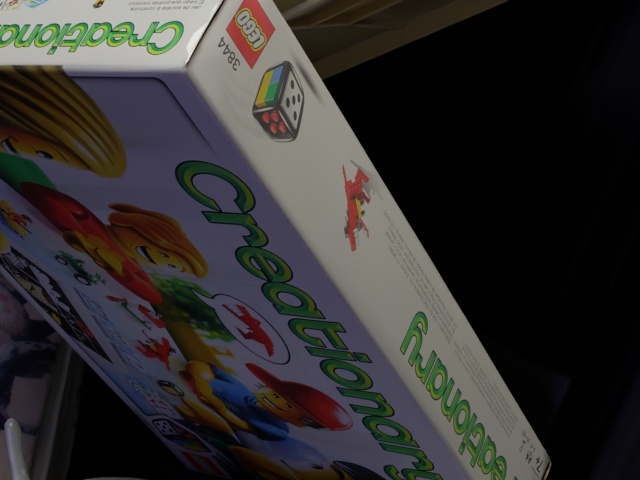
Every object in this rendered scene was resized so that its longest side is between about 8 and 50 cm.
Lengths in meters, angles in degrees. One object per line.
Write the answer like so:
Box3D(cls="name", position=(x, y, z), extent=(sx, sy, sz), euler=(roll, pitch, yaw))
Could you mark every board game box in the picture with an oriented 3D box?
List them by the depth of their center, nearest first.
Box3D(cls="board game box", position=(-0.044, 0.016, 0.562), extent=(0.193, 0.305, 0.053), euler=(5, 55, 36))

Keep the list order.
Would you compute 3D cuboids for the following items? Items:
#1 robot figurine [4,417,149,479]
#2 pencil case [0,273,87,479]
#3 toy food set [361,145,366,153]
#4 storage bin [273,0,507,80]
Box3D(cls="robot figurine", position=(-0.062, 0.249, 0.599), extent=(0.300, 0.200, 0.353), euler=(-43, 82, -4))
Box3D(cls="pencil case", position=(-0.183, 0.036, 0.728), extent=(0.184, 0.160, 0.410), euler=(17, 104, 11))
Box3D(cls="toy food set", position=(0.000, 0.000, 0.679), extent=(0.078, 0.019, 0.122), euler=(9, 90, 35))
Box3D(cls="storage bin", position=(0.027, -0.230, 0.580), extent=(0.260, 0.123, 0.262), euler=(-19, 81, 36))
